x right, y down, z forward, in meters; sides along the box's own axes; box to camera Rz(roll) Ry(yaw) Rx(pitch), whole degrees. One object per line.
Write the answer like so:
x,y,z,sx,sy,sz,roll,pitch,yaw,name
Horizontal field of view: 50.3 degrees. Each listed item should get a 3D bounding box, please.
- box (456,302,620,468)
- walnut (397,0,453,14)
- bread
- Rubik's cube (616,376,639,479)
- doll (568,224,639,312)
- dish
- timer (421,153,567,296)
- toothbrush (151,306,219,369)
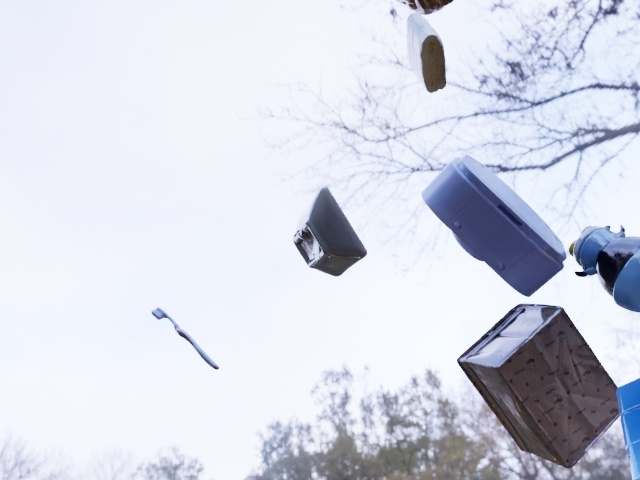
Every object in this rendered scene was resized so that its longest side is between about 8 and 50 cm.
0.515,0.331,1.585,0.225,0.190,0.297,-38,-82,-14,box
0.190,-0.497,1.244,0.155,0.155,0.184,-29,-16,22,walnut
0.240,-0.427,1.549,0.060,0.178,0.140,-10,-55,0,bread
0.716,0.369,1.148,0.290,0.292,0.291,-35,-85,25,Rubik's cube
0.711,0.062,1.568,0.141,0.314,0.177,37,-84,-31,doll
0.000,0.000,1.578,0.080,0.182,0.243,-29,-6,-21,dish
0.430,-0.042,1.722,0.395,0.395,0.173,29,-67,-32,timer
-0.214,0.153,1.079,0.019,0.193,0.013,-26,-50,-33,toothbrush
